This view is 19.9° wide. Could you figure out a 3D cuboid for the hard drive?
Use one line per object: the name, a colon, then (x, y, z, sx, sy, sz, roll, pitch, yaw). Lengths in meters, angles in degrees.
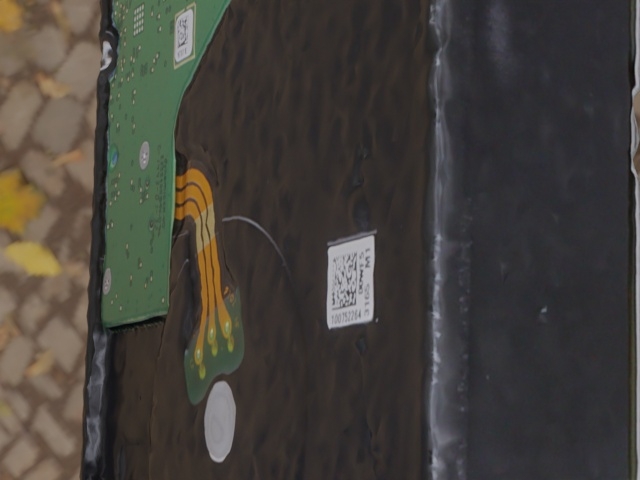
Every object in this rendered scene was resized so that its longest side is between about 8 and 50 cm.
hard drive: (0.000, 0.000, 0.507, 0.237, 0.064, 0.339, -17, 70, 62)
